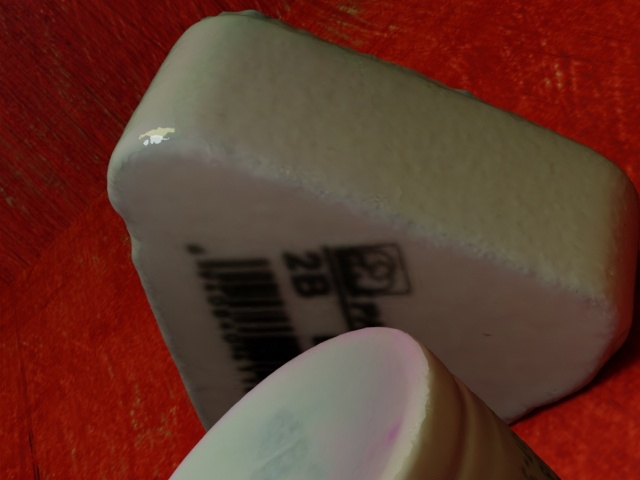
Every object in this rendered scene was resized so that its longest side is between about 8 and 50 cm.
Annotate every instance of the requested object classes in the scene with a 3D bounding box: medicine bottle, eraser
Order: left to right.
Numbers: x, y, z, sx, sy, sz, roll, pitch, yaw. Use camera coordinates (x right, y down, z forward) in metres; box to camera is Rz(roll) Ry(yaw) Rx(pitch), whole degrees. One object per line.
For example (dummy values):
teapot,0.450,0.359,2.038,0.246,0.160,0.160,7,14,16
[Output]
eraser,0.000,0.000,0.883,0.331,0.331,0.150,-30,24,37
medicine bottle,0.063,0.168,0.489,0.152,0.254,0.152,-38,20,16
